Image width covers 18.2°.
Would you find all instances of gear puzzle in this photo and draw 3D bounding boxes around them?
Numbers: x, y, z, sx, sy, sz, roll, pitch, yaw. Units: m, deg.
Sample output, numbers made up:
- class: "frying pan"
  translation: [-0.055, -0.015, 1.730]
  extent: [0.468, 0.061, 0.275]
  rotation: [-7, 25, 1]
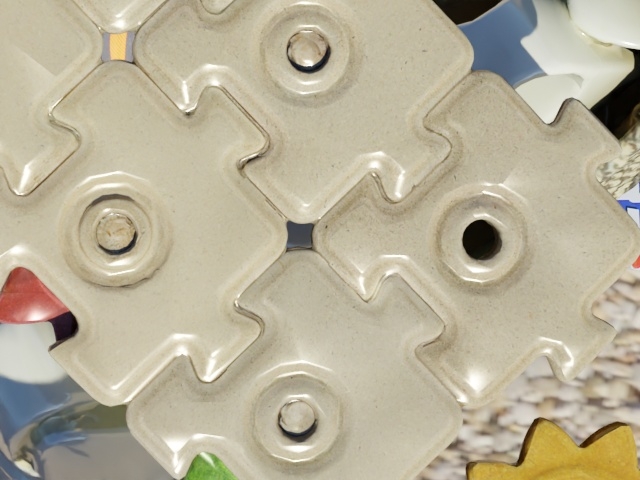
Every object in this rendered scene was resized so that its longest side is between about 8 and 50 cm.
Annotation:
- class: "gear puzzle"
  translation: [0.000, 0.000, 0.624]
  extent: [0.175, 0.044, 0.339]
  rotation: [-44, 98, -4]

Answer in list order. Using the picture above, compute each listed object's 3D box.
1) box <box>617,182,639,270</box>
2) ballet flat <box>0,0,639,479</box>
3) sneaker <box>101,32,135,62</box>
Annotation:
- class: "box"
  translation: [0.165, -0.145, 1.054]
  extent: [0.290, 0.177, 0.279]
  rotation: [10, 113, 44]
- class: "ballet flat"
  translation: [-0.031, 0.003, 0.782]
  extent: [0.483, 0.182, 0.164]
  rotation: [-36, 85, 23]
- class: "sneaker"
  translation: [-0.141, -0.104, 1.284]
  extent: [0.321, 0.124, 0.180]
  rotation: [-6, 115, 14]
